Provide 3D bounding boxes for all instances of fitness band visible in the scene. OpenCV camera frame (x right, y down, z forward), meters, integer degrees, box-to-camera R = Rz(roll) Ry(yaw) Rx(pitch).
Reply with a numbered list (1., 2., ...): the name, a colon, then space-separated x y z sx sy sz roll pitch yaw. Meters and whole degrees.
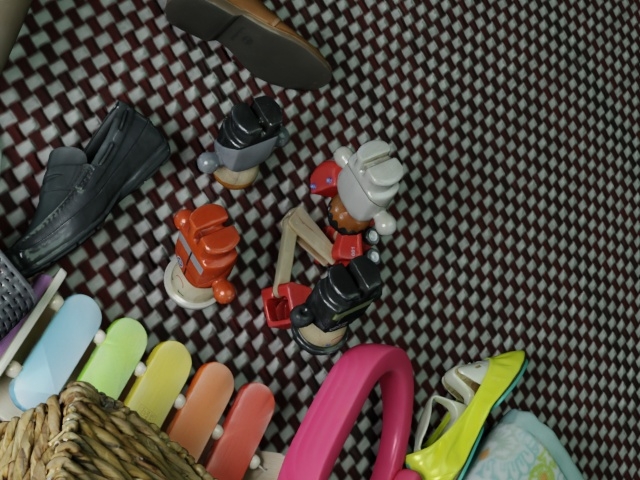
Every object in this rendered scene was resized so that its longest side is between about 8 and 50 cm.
1. fitness band: 0.033 0.238 1.206 0.291 0.054 0.209 -60 142 -40

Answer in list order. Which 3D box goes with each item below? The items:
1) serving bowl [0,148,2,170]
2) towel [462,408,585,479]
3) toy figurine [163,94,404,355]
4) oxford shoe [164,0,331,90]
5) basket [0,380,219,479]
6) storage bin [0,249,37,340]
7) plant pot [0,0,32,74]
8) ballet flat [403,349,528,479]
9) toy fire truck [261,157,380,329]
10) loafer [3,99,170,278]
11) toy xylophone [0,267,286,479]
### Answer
1. serving bowl: -0.312 -0.075 1.036 0.083 0.027 0.083 11 74 -41
2. towel: 0.245 0.435 1.383 0.374 0.090 0.320 56 49 -17
3. toy figurine: -0.034 -0.012 1.165 0.213 0.148 0.210 18 60 -7
4. oxford shoe: -0.067 -0.230 1.266 0.212 0.076 0.076 30 49 -35
5. basket: -0.184 0.280 0.919 0.299 0.223 0.213 49 16 -28
6. storage bin: -0.327 0.017 0.937 0.180 0.122 0.084 55 51 -19
7. plant pot: -0.330 -0.251 0.904 0.323 0.323 0.280 5 93 -41
8. ballet flat: 0.166 0.192 1.382 0.077 0.077 0.231 40 55 -2
9. toy fire truck: 0.000 0.000 1.288 0.135 0.047 0.192 6 75 -40
10. loafer: -0.223 -0.047 1.082 0.078 0.076 0.223 51 47 -15
11. toy xylophone: -0.178 0.189 1.060 0.322 0.081 0.236 36 59 -30
